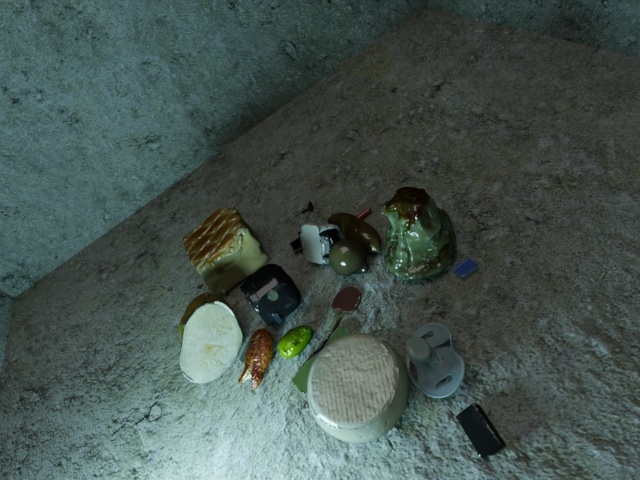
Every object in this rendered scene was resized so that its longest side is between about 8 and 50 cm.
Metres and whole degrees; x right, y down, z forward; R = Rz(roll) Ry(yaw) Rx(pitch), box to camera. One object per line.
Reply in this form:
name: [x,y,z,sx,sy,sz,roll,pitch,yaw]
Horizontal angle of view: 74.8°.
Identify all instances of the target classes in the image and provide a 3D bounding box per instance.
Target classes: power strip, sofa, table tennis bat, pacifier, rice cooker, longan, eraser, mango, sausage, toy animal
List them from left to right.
power strip: [-0.356,0.518,1.961,0.019,0.051,0.136,6,57,26]
rice cooker: [-0.227,0.251,1.978,0.224,0.267,0.267,-37,43,-13]
mango: [-0.105,0.444,1.837,0.178,0.100,0.119,-38,36,-11]
toy animal: [0.000,0.000,2.108,0.204,0.208,0.156,4,20,36]
table tennis bat: [0.100,0.308,1.892,0.131,0.022,0.234,9,57,36]
longan: [0.136,0.088,1.961,0.204,0.185,0.159,32,36,2]
sausage: [0.217,-0.130,2.192,0.129,0.034,0.034,-38,43,-4]
pacifier: [0.375,0.418,1.497,0.227,0.207,0.279,-38,40,22]
eraser: [0.605,0.117,1.744,0.084,0.027,0.063,-38,45,-3]
sofa: [0.516,0.613,1.353,0.085,0.060,0.147,-45,41,14]

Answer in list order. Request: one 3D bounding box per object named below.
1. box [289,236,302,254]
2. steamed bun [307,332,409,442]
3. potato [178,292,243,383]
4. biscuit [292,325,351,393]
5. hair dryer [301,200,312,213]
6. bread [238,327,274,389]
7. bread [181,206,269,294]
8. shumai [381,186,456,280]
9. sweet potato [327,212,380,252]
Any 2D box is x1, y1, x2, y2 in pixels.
box: [-0.116,0.026,2.256,0.083,0.035,0.079,-34,43,2]
steamed bun: [0.141,0.533,1.505,0.374,0.241,0.374,-14,45,14]
potato: [-0.553,0.454,2.053,0.296,0.289,0.397,179,92,-65]
biscuit: [0.011,0.497,1.766,0.322,0.038,0.099,-46,48,-13]
hair dryer: [-0.082,-0.187,2.433,0.083,0.031,0.079,-30,32,16]
bread: [-0.288,0.525,1.883,0.139,0.095,0.269,-3,56,39]
bread: [-0.532,0.048,2.321,0.390,0.279,0.371,-38,41,0]
shumai: [0.399,-0.057,1.811,0.324,0.323,0.397,-6,49,24]
sweet potato: [0.161,-0.058,2.099,0.130,0.130,0.422,-44,43,-10]
